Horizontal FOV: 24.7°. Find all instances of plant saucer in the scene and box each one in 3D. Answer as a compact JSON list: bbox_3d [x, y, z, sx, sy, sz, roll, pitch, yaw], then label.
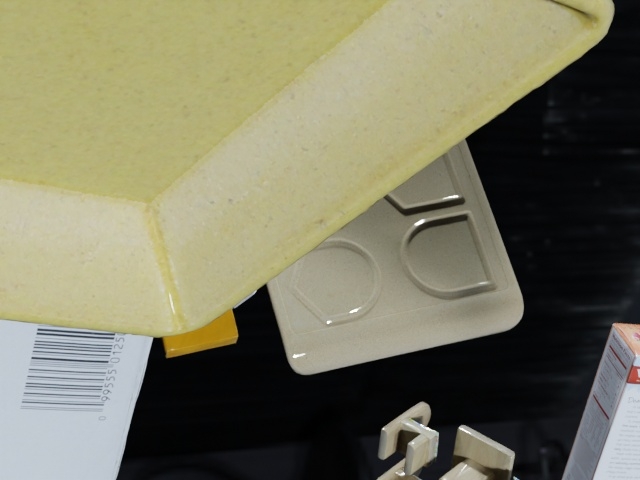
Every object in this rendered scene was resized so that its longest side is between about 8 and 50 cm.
[{"bbox_3d":[-0.103,-0.074,0.623,0.333,0.332,0.081,-36,56,39],"label":"plant saucer"}]

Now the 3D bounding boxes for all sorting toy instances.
[{"bbox_3d":[0.000,0.000,1.260,0.041,0.307,0.229,110,147,-66],"label":"sorting toy"}]

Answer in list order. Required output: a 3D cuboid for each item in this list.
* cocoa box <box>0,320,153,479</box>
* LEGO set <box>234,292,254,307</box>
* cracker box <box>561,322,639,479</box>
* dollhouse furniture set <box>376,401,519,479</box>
[{"bbox_3d":[-0.285,0.124,1.080,0.228,0.231,0.347,-126,47,-57],"label":"cocoa box"},{"bbox_3d":[-0.095,0.001,1.703,0.182,0.060,0.244,-66,12,-22],"label":"LEGO set"},{"bbox_3d":[0.351,0.201,1.514,0.067,0.155,0.232,-113,31,-58],"label":"cracker box"},{"bbox_3d":[0.192,0.323,1.728,0.212,0.161,0.242,26,125,32],"label":"dollhouse furniture set"}]
